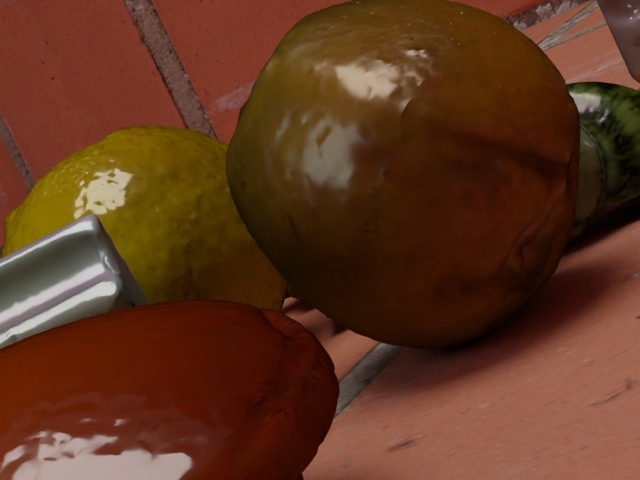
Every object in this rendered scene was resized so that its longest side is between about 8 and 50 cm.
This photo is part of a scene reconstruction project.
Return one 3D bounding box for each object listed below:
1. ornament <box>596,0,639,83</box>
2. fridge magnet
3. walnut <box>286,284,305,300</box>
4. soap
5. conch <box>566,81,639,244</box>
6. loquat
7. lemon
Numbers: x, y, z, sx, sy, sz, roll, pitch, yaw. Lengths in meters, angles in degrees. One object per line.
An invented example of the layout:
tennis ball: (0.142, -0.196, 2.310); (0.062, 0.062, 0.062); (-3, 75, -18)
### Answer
ornament: (0.390, -0.203, 1.559); (0.240, 0.239, 0.240); (-22, 10, 28)
fridge magnet: (-0.157, 0.150, 1.165); (0.364, 0.155, 0.363); (-19, 21, 7)
walnut: (0.000, 0.000, 1.977); (0.143, 0.069, 0.170); (3, 50, 51)
soap: (-0.287, 0.146, 1.518); (0.347, 0.208, 0.115); (-27, 47, -2)
conch: (0.227, -0.071, 1.641); (0.187, 0.124, 0.181); (-10, 19, 37)
loquat: (0.060, -0.053, 1.461); (0.284, 0.276, 0.276); (26, 34, 22)
lemon: (-0.161, 0.028, 1.754); (0.268, 0.268, 0.322); (-20, 10, 36)
